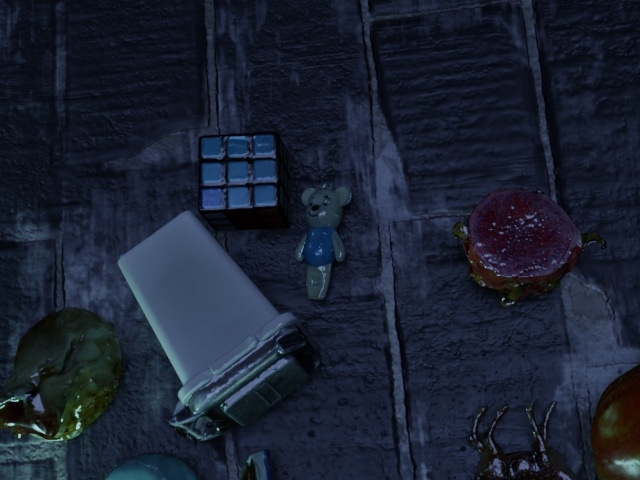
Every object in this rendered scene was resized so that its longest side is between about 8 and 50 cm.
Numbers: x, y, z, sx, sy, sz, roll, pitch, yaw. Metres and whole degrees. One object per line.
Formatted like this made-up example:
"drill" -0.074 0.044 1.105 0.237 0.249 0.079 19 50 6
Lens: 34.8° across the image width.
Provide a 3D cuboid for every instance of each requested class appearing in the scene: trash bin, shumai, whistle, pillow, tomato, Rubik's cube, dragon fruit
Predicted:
"trash bin" -0.216 0.158 1.907 0.296 0.256 0.367 -37 68 -3
"shumai" -0.501 0.245 1.930 0.222 0.203 0.271 -2 71 5
"whistle" 0.000 0.000 2.008 0.114 0.077 0.235 0 77 26
"pillow" -0.321 0.510 1.896 0.214 0.086 0.233 7 74 13
"tomato" 0.597 0.352 1.739 0.239 0.303 0.303 -39 72 24
"Rubik's cube" -0.147 -0.114 2.010 0.161 0.163 0.162 -3 78 6
"dragon fruit" 0.387 0.020 1.935 0.282 0.147 0.211 6 66 5

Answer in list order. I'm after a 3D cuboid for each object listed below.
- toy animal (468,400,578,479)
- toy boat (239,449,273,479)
"toy animal" 0.396 0.425 1.854 0.244 0.087 0.259 -9 78 19
"toy boat" -0.097 0.517 1.863 0.115 0.114 0.262 16 73 -22
